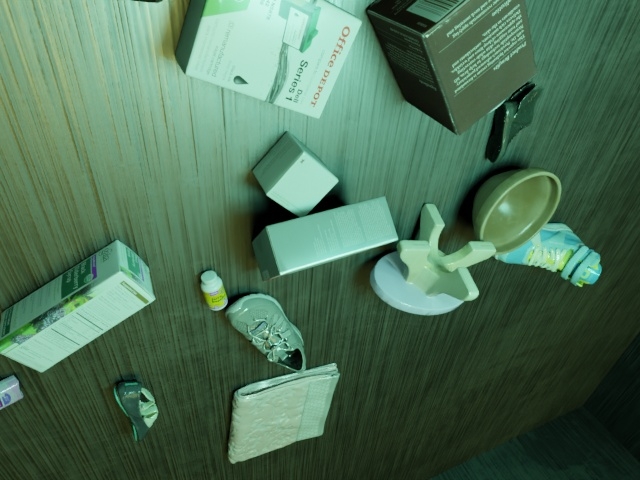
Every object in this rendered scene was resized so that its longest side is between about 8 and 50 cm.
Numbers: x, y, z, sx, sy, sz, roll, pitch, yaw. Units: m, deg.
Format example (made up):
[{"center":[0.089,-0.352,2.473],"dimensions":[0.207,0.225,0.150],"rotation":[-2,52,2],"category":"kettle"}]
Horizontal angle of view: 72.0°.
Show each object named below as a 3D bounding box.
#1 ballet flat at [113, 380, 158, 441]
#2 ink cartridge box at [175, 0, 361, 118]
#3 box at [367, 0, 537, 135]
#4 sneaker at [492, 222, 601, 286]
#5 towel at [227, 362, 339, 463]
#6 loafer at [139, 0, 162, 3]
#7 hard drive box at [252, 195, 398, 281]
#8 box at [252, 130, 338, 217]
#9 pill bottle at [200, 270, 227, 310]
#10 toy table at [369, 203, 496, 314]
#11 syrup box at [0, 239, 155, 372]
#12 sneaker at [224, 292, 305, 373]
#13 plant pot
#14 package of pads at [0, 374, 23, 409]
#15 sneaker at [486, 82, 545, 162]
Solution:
[{"center":[-0.414,0.392,1.015],"dimensions":[0.074,0.074,0.203],"rotation":[-14,129,-19],"category":"ballet flat"},{"center":[-0.073,-0.289,0.631],"dimensions":[0.219,0.093,0.160],"rotation":[8,122,-34],"category":"ink cartridge box"},{"center":[0.214,-0.322,0.716],"dimensions":[0.168,0.167,0.203],"rotation":[-38,135,3],"category":"box"},{"center":[0.661,0.048,1.251],"dimensions":[0.318,0.208,0.127],"rotation":[-8,131,-24],"category":"sneaker"},{"center":[-0.112,0.518,1.305],"dimensions":[0.316,0.053,0.332],"rotation":[-6,128,-25],"category":"towel"},{"center":[-0.183,-0.384,0.514],"dimensions":[0.220,0.080,0.078],"rotation":[-55,165,17],"category":"loafer"},{"center":[0.000,0.000,0.848],"dimensions":[0.232,0.089,0.181],"rotation":[-15,176,-18],"category":"hard drive box"},{"center":[-0.045,-0.116,0.793],"dimensions":[0.102,0.087,0.101],"rotation":[-46,134,11],"category":"box"},{"center":[-0.220,0.102,0.903],"dimensions":[0.043,0.043,0.083],"rotation":[-20,133,-15],"category":"pill bottle"},{"center":[0.268,0.058,1.032],"dimensions":[0.274,0.252,0.161],"rotation":[-10,147,-30],"category":"toy table"},{"center":[-0.417,0.112,0.763],"dimensions":[0.236,0.093,0.096],"rotation":[-33,135,-1],"category":"syrup box"},{"center":[-0.106,0.218,1.013],"dimensions":[0.105,0.115,0.281],"rotation":[-39,135,4],"category":"sneaker"},{"center":[0.461,-0.088,1.093],"dimensions":[0.237,0.110,0.237],"rotation":[-15,131,-18],"category":"plant pot"},{"center":[-0.611,0.296,0.828],"dimensions":[0.083,0.032,0.050],"rotation":[-28,138,-44],"category":"package of pads"},{"center":[0.430,-0.256,0.978],"dimensions":[0.089,0.051,0.170],"rotation":[-13,128,-14],"category":"sneaker"}]
